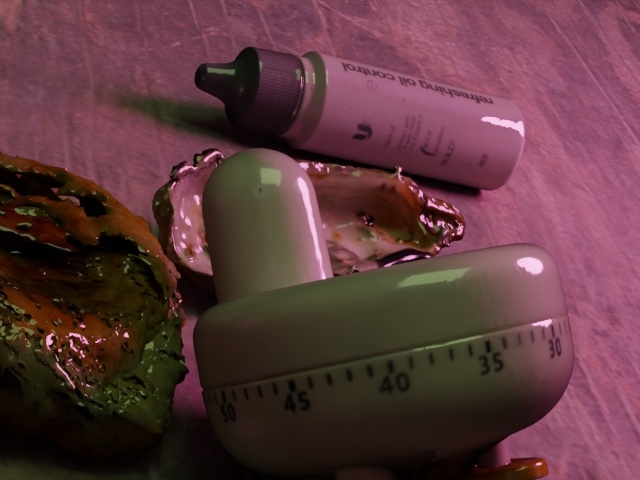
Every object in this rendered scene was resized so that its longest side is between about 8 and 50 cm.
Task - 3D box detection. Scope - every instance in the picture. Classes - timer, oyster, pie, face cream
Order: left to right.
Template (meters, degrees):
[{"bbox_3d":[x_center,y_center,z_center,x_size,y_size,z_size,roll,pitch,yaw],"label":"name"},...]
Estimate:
[{"bbox_3d":[-0.205,0.018,1.209,0.308,0.085,0.308,19,22,-8],"label":"pie"},{"bbox_3d":[-0.002,-0.002,1.474,0.345,0.078,0.129,-4,55,-50],"label":"oyster"},{"bbox_3d":[0.031,-0.114,1.716,0.311,0.092,0.092,10,26,-25],"label":"face cream"},{"bbox_3d":[0.032,0.046,1.172,0.233,0.240,0.233,-11,-3,-1],"label":"timer"}]
